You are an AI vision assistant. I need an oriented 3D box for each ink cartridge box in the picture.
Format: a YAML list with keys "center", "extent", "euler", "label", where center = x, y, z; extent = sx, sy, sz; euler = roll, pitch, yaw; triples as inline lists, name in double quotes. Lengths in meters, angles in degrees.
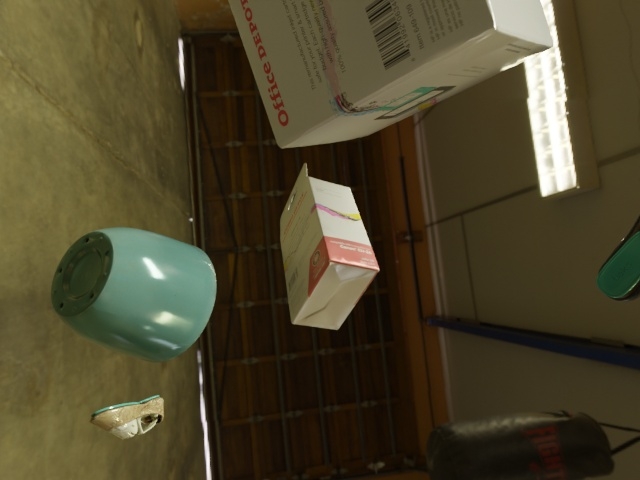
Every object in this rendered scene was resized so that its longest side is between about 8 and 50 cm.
- center: [0.000, 0.000, 0.548]
  extent: [0.198, 0.067, 0.115]
  euler: [-103, -147, -46]
  label: "ink cartridge box"
- center: [0.071, -0.250, 0.478]
  extent: [0.270, 0.197, 0.197]
  euler: [-15, -85, 43]
  label: "ink cartridge box"

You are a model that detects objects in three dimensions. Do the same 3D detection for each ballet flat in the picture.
- center: [0.395, -0.012, 0.470]
  extent: [0.074, 0.074, 0.203]
  euler: [-105, -154, -50]
  label: "ballet flat"
- center: [-0.379, 0.363, 0.856]
  extent: [0.206, 0.073, 0.067]
  euler: [41, 25, -72]
  label: "ballet flat"

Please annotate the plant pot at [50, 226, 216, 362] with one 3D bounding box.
- center: [-0.421, 0.104, 0.924]
  extent: [0.235, 0.293, 0.292]
  euler: [38, 37, -54]
  label: "plant pot"
